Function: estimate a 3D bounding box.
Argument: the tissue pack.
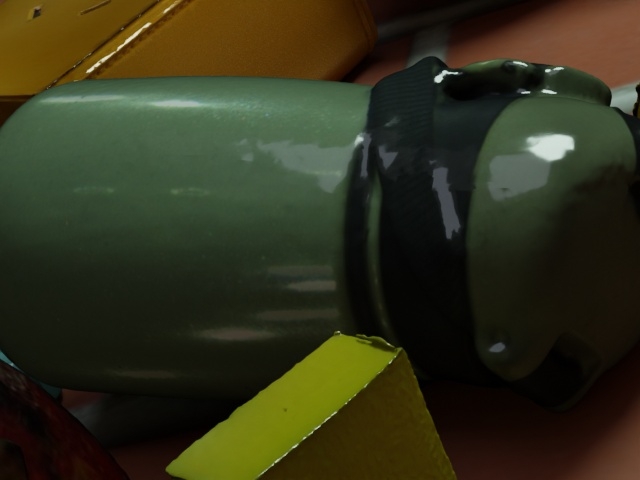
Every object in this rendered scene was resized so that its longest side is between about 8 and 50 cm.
[{"bbox_3d":[-0.124,-0.114,1.154,0.194,0.145,0.274,7,40,44],"label":"tissue pack"}]

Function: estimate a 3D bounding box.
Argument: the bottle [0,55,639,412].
[{"bbox_3d":[0.001,-0.002,0.826,0.347,0.168,0.168,0,36,32],"label":"bottle"}]

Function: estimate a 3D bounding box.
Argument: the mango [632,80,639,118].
[{"bbox_3d":[0.250,-0.089,0.793,0.236,0.136,0.166,-37,49,10],"label":"mango"}]

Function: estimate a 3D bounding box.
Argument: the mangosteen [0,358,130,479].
[{"bbox_3d":[-0.182,0.169,0.541,0.311,0.311,0.311,-20,27,11],"label":"mangosteen"}]

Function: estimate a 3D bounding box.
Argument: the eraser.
[{"bbox_3d":[0.007,0.111,0.650,0.097,0.122,0.045,-39,31,-28],"label":"eraser"}]

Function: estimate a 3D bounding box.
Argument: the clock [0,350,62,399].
[{"bbox_3d":[-0.226,0.098,0.963,0.147,0.045,0.108,-5,32,37],"label":"clock"}]
